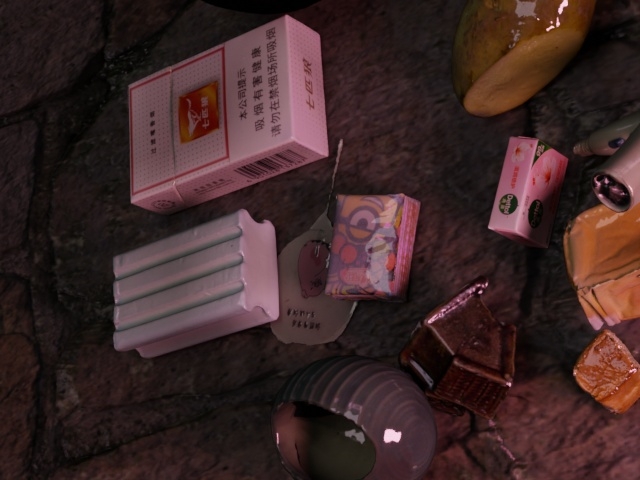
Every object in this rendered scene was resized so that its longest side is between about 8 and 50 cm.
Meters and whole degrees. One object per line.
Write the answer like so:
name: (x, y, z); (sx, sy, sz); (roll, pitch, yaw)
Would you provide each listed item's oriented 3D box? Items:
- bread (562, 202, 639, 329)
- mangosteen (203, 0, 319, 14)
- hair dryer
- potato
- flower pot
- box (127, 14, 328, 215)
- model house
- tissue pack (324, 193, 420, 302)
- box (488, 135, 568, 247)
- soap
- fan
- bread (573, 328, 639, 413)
bread: (0.408, 0.003, 1.641); (0.241, 0.107, 0.136); (-26, 42, 27)
mangosteen: (-0.081, -0.528, 2.084); (0.382, 0.382, 0.435); (-48, 14, 16)
hair dryer: (0.366, -0.106, 1.615); (0.298, 0.296, 0.119); (-29, 97, 41)
potato: (0.269, -0.294, 1.841); (0.176, 0.141, 0.298); (55, 128, 51)
flower pot: (0.043, 0.242, 1.815); (0.243, 0.157, 0.189); (7, 105, 52)
box: (-0.148, -0.184, 2.163); (0.330, 0.095, 0.210); (-19, 64, 34)
model house: (0.185, 0.159, 1.800); (0.152, 0.106, 0.165); (53, 146, 24)
tissue pack: (0.070, 0.009, 1.944); (0.108, 0.060, 0.148); (0, 74, 32)
box: (0.266, -0.061, 1.800); (0.043, 0.089, 0.125); (9, 82, 39)
soap: (-0.190, 0.069, 2.114); (0.265, 0.087, 0.160); (-19, 63, 33)
fan: (-0.001, 0.000, 2.040); (0.182, 0.010, 0.310); (2, 78, 39)
bread: (0.343, 0.157, 1.673); (0.070, 0.083, 0.077); (-43, 57, 8)
